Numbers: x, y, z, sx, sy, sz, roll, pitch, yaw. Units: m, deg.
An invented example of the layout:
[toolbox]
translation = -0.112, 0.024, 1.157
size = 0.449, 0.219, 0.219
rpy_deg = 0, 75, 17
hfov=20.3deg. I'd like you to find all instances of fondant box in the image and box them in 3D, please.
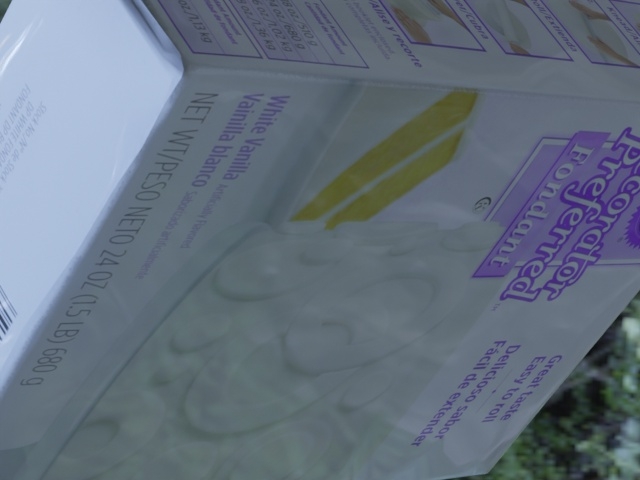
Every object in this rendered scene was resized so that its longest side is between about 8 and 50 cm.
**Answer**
[fondant box]
translation = 0.000, 0.000, 0.724
size = 0.096, 0.330, 0.238
rpy_deg = 54, 126, 30
